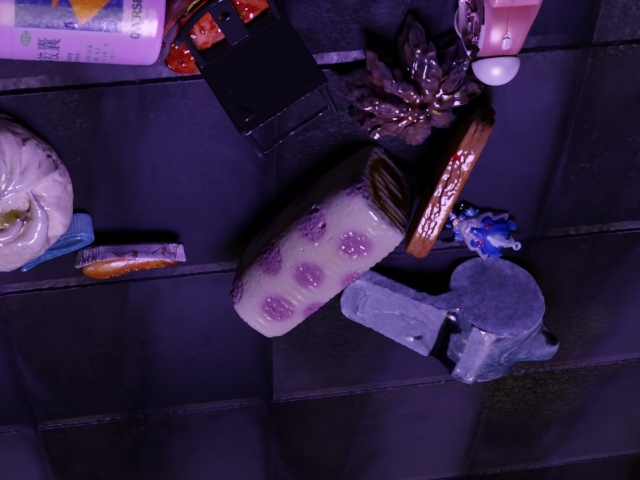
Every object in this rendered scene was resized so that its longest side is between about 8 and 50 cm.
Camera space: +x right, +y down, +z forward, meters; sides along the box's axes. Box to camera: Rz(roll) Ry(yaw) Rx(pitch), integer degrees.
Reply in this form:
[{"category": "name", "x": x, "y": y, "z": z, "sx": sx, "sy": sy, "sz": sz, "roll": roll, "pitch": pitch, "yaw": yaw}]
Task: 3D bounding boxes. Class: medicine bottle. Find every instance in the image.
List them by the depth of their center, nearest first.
[{"category": "medicine bottle", "x": -0.347, "y": -0.315, "z": 1.477, "sx": 0.290, "sy": 0.178, "sz": 0.178, "roll": 1, "pitch": 142, "yaw": -16}]

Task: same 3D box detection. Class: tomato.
[{"category": "tomato", "x": -0.168, "y": -0.308, "z": 1.601, "sx": 0.174, "sy": 0.082, "sz": 0.166, "roll": -40, "pitch": 162, "yaw": 30}]

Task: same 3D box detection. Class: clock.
[{"category": "clock", "x": 0.249, "y": -0.316, "z": 1.647, "sx": 0.092, "sy": 0.166, "sz": 0.162, "roll": -2, "pitch": 136, "yaw": -13}]

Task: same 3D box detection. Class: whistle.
[{"category": "whistle", "x": 0.245, "y": 0.153, "z": 2.237, "sx": 0.404, "sy": 0.188, "sz": 0.168, "roll": 0, "pitch": 142, "yaw": -13}]

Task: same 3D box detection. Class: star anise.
[{"category": "star anise", "x": 0.140, "y": -0.225, "z": 1.787, "sx": 0.236, "sy": 0.109, "sz": 0.223, "roll": 7, "pitch": 144, "yaw": -26}]

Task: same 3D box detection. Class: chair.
[{"category": "chair", "x": -0.080, "y": -0.230, "z": 1.604, "sx": 0.154, "sy": 0.141, "sz": 0.260, "roll": -33, "pitch": 166, "yaw": 1}]

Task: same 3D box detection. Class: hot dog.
[{"category": "hot dog", "x": -0.325, "y": 0.030, "z": 2.015, "sx": 0.191, "sy": 0.059, "sz": 0.108, "roll": -6, "pitch": -173, "yaw": -15}]

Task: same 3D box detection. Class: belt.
[{"category": "belt", "x": -0.469, "y": -0.002, "z": 1.959, "sx": 0.179, "sy": 0.065, "sz": 0.100, "roll": -24, "pitch": 151, "yaw": 16}]

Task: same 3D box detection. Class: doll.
[{"category": "doll", "x": 0.289, "y": -0.018, "z": 2.128, "sx": 0.195, "sy": 0.070, "sz": 0.096, "roll": 19, "pitch": 103, "yaw": -29}]

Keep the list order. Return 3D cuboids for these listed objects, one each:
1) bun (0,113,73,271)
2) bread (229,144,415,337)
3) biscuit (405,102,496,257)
[{"category": "bun", "x": -0.494, "y": -0.055, "z": 1.767, "sx": 0.259, "sy": 0.160, "sz": 0.259, "roll": -12, "pitch": 129, "yaw": -15}, {"category": "bread", "x": 0.000, "y": 0.000, "z": 1.975, "sx": 0.155, "sy": 0.187, "sz": 0.338, "roll": 42, "pitch": 124, "yaw": -14}, {"category": "biscuit", "x": 0.208, "y": -0.108, "z": 1.904, "sx": 0.052, "sy": 0.262, "sz": 0.277, "roll": 26, "pitch": 115, "yaw": 2}]
